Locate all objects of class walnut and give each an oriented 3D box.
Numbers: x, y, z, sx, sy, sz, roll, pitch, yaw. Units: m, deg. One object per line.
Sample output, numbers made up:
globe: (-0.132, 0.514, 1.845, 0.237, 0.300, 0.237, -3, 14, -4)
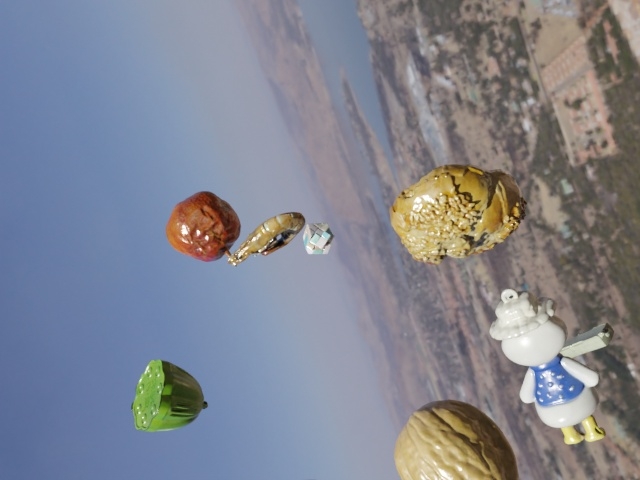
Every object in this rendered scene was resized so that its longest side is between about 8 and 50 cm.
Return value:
walnut: (0.271, 0.437, 1.464, 0.261, 0.225, 0.225, 47, 170, 23)

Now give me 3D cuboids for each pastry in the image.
pastry: (0.310, -0.046, 1.643, 0.255, 0.311, 0.162, -56, 46, 43)

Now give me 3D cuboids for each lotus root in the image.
lotus root: (-0.357, 0.398, 1.860, 0.186, 0.186, 0.186, -20, -90, -90)

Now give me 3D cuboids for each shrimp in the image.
shrimp: (-0.097, -0.002, 1.356, 0.045, 0.162, 0.095, 57, -171, 12)

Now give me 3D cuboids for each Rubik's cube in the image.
Rubik's cube: (-0.002, -0.001, 1.978, 0.075, 0.084, 0.073, 82, 177, -54)

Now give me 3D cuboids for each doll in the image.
doll: (0.373, 0.204, 1.226, 0.293, 0.138, 0.119, 59, -144, -7)

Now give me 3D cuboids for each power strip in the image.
power strip: (0.832, 0.341, 2.420, 0.048, 0.080, 0.286, 53, 143, 2)

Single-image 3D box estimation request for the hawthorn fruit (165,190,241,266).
hawthorn fruit: (-0.310, -0.019, 2.127, 0.243, 0.207, 0.207, 46, 175, 12)
